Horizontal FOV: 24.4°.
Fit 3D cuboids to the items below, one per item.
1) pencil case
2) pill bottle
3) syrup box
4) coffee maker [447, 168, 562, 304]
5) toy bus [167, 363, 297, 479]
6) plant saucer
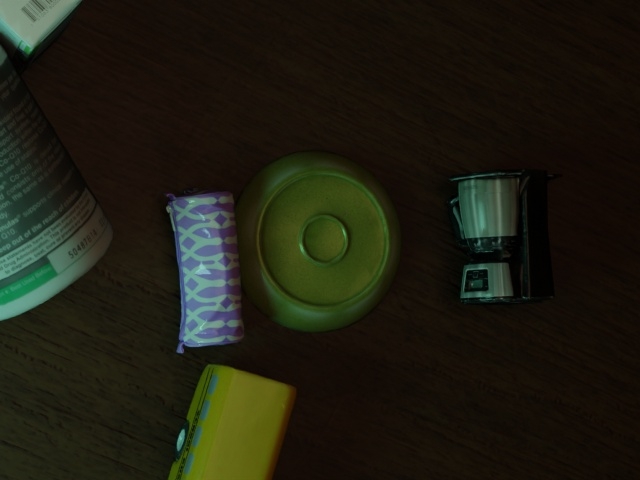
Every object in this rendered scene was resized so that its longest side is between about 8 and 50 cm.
[{"bbox_3d":[-0.145,0.033,1.849,0.088,0.086,0.206,-6,89,-26],"label":"pencil case"},{"bbox_3d":[-0.407,-0.104,1.671,0.204,0.204,0.361,-35,113,-17],"label":"pill bottle"},{"bbox_3d":[-0.349,-0.263,1.718,0.096,0.237,0.093,45,76,-8],"label":"syrup box"},{"bbox_3d":[0.261,-0.004,1.968,0.171,0.120,0.178,-3,89,-19],"label":"coffee maker"},{"bbox_3d":[-0.133,0.325,1.816,0.108,0.130,0.333,19,81,-16],"label":"toy bus"},{"bbox_3d":[0.000,0.000,1.926,0.240,0.037,0.241,1,87,-18],"label":"plant saucer"}]
